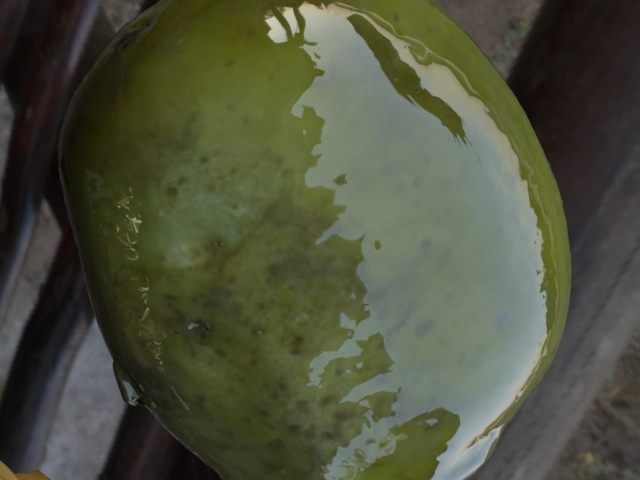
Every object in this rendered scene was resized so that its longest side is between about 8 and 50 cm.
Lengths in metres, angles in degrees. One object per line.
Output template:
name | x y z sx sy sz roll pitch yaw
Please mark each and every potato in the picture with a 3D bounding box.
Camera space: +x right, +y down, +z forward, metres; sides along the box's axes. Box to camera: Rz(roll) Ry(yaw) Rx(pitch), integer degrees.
potato | -0.002 0.000 0.548 0.197 0.148 0.228 -43 107 8

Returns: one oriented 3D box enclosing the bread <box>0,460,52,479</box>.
bread | -0.165 0.140 0.270 0.236 0.183 0.388 -60 154 -1
